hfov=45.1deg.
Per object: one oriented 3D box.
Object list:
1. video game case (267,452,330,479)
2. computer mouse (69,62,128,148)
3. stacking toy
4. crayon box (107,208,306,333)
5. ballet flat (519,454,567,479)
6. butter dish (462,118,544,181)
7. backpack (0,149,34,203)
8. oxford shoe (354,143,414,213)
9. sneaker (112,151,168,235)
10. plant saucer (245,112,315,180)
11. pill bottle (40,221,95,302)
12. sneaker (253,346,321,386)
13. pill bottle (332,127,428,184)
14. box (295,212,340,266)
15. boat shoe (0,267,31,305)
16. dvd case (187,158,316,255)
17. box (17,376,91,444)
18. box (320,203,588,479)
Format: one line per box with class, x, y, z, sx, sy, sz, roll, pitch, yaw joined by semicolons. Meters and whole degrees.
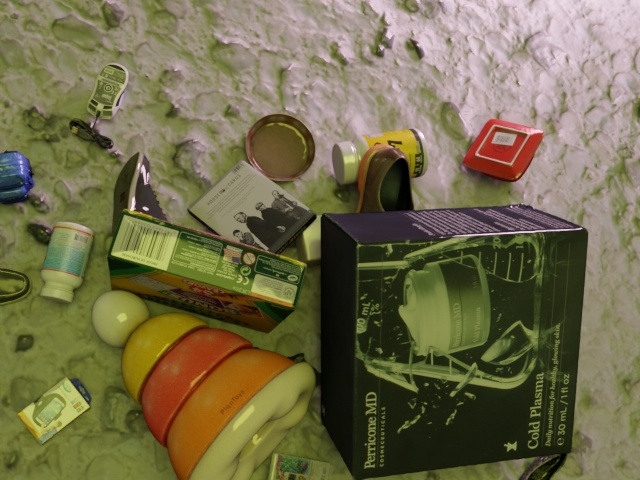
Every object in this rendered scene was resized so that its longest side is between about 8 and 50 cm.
video game case;-0.053;0.541;1.634;0.143;0.019;0.157;19;73;-30
computer mouse;-0.488;-0.309;1.747;0.106;0.042;0.193;21;79;-3
stacking toy;-0.278;0.258;1.566;0.480;0.351;0.350;40;71;17
crayon box;-0.239;0.077;1.569;0.362;0.313;0.106;17;71;-8
ballet flat;0.505;0.543;1.771;0.057;0.049;0.173;42;72;0
butter dish;0.461;-0.203;1.908;0.160;0.118;0.160;21;70;36
backpack;-0.656;-0.135;1.624;0.097;0.120;0.101;-16;81;-17
oxford shoe;0.140;-0.028;1.730;0.129;0.132;0.364;-4;104;-17
sneaker;-0.389;-0.083;1.707;0.118;0.083;0.222;27;52;-38
plant saucer;-0.096;-0.217;1.822;0.168;0.029;0.169;3;77;-13
pill bottle;-0.538;0.047;1.626;0.087;0.087;0.160;13;74;-10
sneaker;-0.070;0.276;1.703;0.170;0.051;0.089;46;72;-4
pill bottle;0.140;-0.195;1.824;0.208;0.119;0.119;-10;80;-15
box;0.000;0.000;1.761;0.101;0.087;0.102;-9;79;-15
boat shoe;-0.715;0.090;1.582;0.223;0.073;0.080;4;76;-12
dvd case;-0.155;-0.061;1.722;0.238;0.030;0.179;37;70;25
box;-0.542;0.346;1.587;0.136;0.028;0.081;-39;88;-16
box;0.255;0.188;1.588;0.471;0.297;0.480;-3;103;-12
